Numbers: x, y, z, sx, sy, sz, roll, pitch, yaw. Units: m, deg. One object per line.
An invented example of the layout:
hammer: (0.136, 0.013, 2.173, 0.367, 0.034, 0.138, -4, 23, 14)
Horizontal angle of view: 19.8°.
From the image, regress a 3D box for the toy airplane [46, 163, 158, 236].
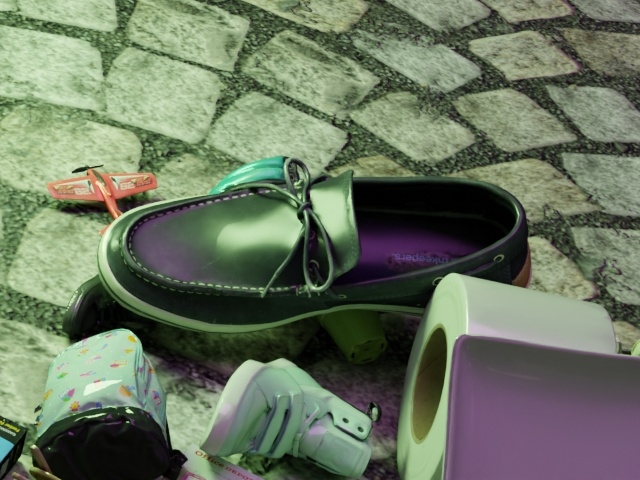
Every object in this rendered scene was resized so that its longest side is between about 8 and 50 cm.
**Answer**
toy airplane: (-0.257, -0.048, 2.264, 0.151, 0.028, 0.151, 12, 34, -8)

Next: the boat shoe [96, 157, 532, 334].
boat shoe: (0.000, 0.000, 2.066, 0.500, 0.156, 0.187, 1, 57, -6)

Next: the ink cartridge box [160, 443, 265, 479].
ink cartridge box: (-0.122, 0.267, 1.834, 0.088, 0.052, 0.122, 25, 32, 11)

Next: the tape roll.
tape roll: (0.194, 0.169, 1.963, 0.169, 0.246, 0.246, 12, 33, -11)

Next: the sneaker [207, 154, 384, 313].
sneaker: (-0.016, -0.013, 2.256, 0.295, 0.124, 0.178, 12, 42, -8)

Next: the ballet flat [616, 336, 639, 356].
ballet flat: (0.370, 0.149, 2.250, 0.188, 0.070, 0.070, 6, 34, -19)

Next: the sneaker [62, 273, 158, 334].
sneaker: (-0.219, 0.069, 2.085, 0.089, 0.051, 0.170, 20, 29, 11)

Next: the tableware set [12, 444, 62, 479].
tableware set: (-0.196, 0.261, 1.721, 0.194, 0.128, 0.039, 30, 72, 1)

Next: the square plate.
square plate: (0.268, 0.279, 1.821, 0.347, 0.344, 0.049, 7, -4, -17)

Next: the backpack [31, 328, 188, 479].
backpack: (-0.214, 0.174, 1.849, 0.151, 0.115, 0.182, -10, 25, 4)

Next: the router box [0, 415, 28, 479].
router box: (-0.397, 0.198, 1.805, 0.178, 0.046, 0.133, 23, 33, 7)

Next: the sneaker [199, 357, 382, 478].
sneaker: (-0.022, 0.195, 1.909, 0.151, 0.094, 0.256, 30, 14, 14)

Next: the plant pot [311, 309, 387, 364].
plant pot: (0.040, 0.100, 2.155, 0.083, 0.083, 0.079, -3, 50, -30)
